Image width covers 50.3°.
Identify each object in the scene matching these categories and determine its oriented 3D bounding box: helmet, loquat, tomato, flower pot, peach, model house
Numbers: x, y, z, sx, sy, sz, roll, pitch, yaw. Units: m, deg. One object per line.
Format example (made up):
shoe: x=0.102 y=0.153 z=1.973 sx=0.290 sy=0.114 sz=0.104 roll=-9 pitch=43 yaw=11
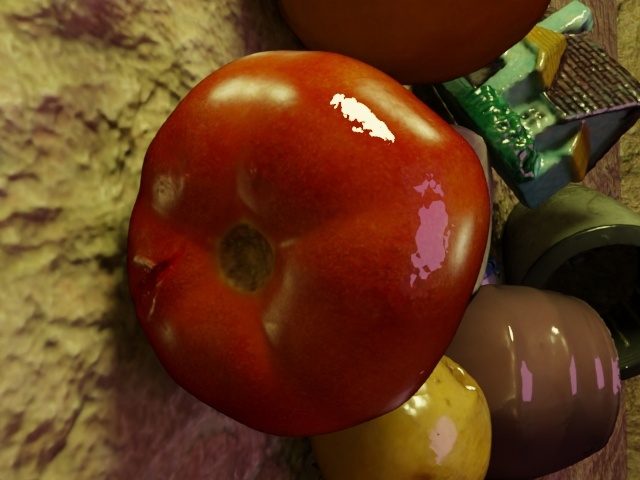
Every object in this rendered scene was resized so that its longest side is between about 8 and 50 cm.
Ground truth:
helmet: x=0.214 y=0.189 z=0.923 sx=0.197 sy=0.338 sz=0.270 roll=16 pitch=61 yaw=-35
loquat: x=0.086 y=0.215 z=0.762 sx=0.208 sy=0.208 sz=0.207 roll=-2 pitch=92 yaw=-57
tomato: x=0.000 y=0.000 z=0.551 sx=0.226 sy=0.299 sz=0.298 roll=-3 pitch=93 yaw=-61
flower pot: x=0.473 y=0.051 z=1.242 sx=0.330 sy=0.294 sz=0.293 roll=-79 pitch=157 yaw=-67
peach: x=0.102 y=-0.328 z=0.688 sx=0.343 sy=0.302 sz=0.342 roll=2 pitch=87 yaw=-58
model house: x=0.322 y=-0.229 z=0.988 sx=0.230 sy=0.249 sz=0.280 roll=38 pitch=19 yaw=-51

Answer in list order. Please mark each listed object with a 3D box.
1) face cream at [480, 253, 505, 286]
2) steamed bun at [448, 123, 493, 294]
face cream: x=0.287 y=0.140 z=1.184 sx=0.149 sy=0.083 sz=0.263 roll=-50 pitch=131 yaw=-54
steamed bun: x=0.137 y=-0.035 z=0.889 sx=0.232 sy=0.145 sz=0.231 roll=3 pitch=90 yaw=-66
